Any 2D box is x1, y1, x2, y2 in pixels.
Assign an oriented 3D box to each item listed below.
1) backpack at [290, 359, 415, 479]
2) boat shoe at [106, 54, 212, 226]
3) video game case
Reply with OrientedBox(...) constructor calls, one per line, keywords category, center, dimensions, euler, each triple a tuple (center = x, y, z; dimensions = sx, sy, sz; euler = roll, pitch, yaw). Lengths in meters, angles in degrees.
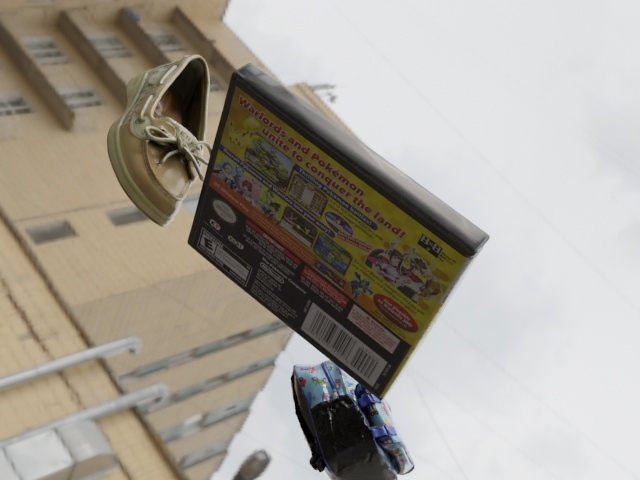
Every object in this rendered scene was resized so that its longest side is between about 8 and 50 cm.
OrientedBox(category="backpack", center=(0.033, 0.232, 1.209), dimensions=(0.158, 0.117, 0.173), euler=(64, 1, -51))
OrientedBox(category="boat shoe", center=(-0.177, -0.130, 1.073), dimensions=(0.089, 0.104, 0.285), euler=(-30, -141, 17))
OrientedBox(category="video game case", center=(0.000, 0.000, 0.900), dimensions=(0.275, 0.035, 0.248), euler=(38, -41, 13))
